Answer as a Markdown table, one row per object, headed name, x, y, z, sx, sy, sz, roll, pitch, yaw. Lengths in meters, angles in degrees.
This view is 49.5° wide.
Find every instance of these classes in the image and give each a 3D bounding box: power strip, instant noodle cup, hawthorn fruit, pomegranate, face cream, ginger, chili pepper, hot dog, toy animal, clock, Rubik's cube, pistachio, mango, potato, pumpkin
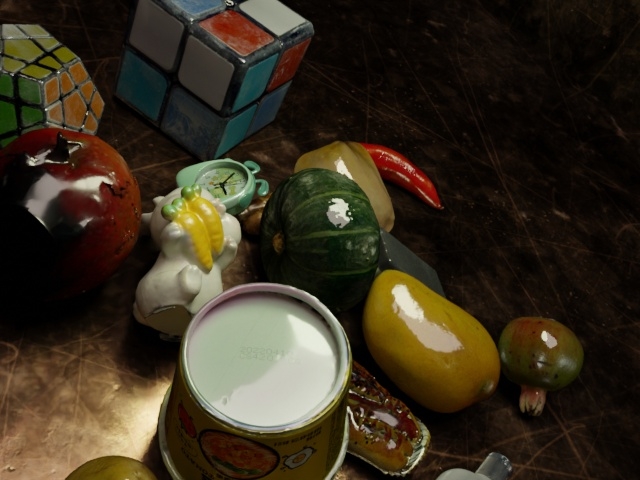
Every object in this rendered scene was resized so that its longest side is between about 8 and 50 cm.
| name | x | y | z | sx | sy | sz | roll | pitch | yaw |
| --- | --- | --- | --- | --- | --- | --- | --- | --- | --- |
| power strip | 0.176 | 0.068 | 1.491 | 0.257 | 0.070 | 0.105 | 37 | 28 | -43 |
| instant noodle cup | -0.092 | 0.235 | 1.081 | 0.325 | 0.254 | 0.325 | 5 | 52 | -7 |
| hawthorn fruit | -0.451 | -0.039 | 1.185 | 0.316 | 0.316 | 0.316 | 15 | 43 | -15 |
| pomegranate | 0.457 | 0.266 | 1.471 | 0.180 | 0.180 | 0.209 | 19 | 79 | -10 |
| face cream | 0.246 | 0.472 | 1.206 | 0.144 | 0.071 | 0.291 | 43 | 45 | 14 |
| ginger | -0.113 | -0.051 | 1.537 | 0.162 | 0.073 | 0.103 | -24 | 46 | -27 |
| chili pepper | 0.156 | -0.184 | 1.799 | 0.368 | 0.092 | 0.137 | 12 | 55 | -13 |
| hot dog | 0.076 | 0.314 | 1.267 | 0.270 | 0.082 | 0.162 | 35 | 44 | 7 |
| toy animal | -0.245 | 0.024 | 1.280 | 0.183 | 0.247 | 0.310 | 13 | 54 | -30 |
| clock | -0.210 | -0.110 | 1.502 | 0.188 | 0.060 | 0.148 | -16 | 48 | -11 |
| Rubik's cube | -0.256 | -0.426 | 1.648 | 0.313 | 0.318 | 0.316 | 37 | 43 | 8 |
| pistachio | 0.059 | -0.108 | 1.627 | 0.213 | 0.163 | 0.260 | -28 | 78 | -21 |
| mango | 0.208 | 0.199 | 1.360 | 0.317 | 0.173 | 0.211 | 44 | 64 | 1 |
| potato | -0.288 | 0.377 | 0.962 | 0.178 | 0.158 | 0.203 | 21 | 38 | -10 |
| Rubik's cube | -0.586 | -0.259 | 1.343 | 0.264 | 0.319 | 0.319 | 28 | 33 | -44 |
| pumpkin | 0.000 | 0.000 | 1.379 | 0.207 | 0.300 | 0.300 | -7 | 52 | -26 |
